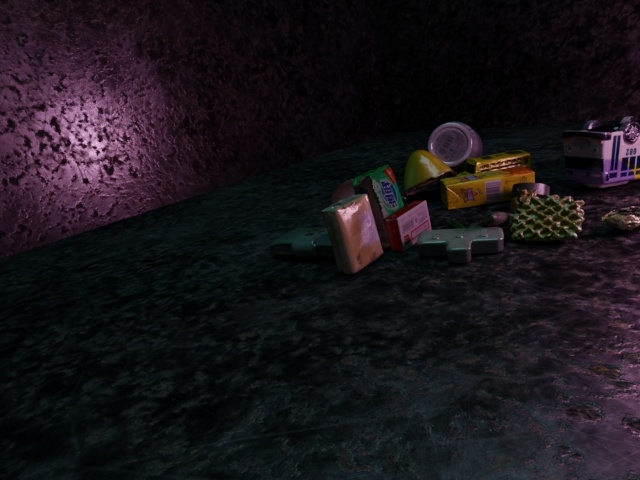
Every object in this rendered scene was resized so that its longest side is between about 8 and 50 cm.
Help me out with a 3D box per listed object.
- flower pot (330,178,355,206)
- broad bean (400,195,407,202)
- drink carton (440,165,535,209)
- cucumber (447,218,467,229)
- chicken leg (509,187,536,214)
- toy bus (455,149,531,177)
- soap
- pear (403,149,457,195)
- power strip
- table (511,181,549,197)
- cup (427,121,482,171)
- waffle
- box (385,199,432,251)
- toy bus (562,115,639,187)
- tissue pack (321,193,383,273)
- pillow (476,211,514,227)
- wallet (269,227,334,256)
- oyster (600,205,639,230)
[{"bbox_3d":[0.135,-0.148,1.977,0.212,0.212,0.202,-11,8,-3],"label":"flower pot"},{"bbox_3d":[0.286,-0.154,2.124,0.195,0.046,0.061,-22,33,-19],"label":"broad bean"},{"bbox_3d":[0.686,-0.219,2.009,0.351,0.111,0.154,-9,17,7],"label":"drink carton"},{"bbox_3d":[0.486,-0.044,1.708,0.037,0.037,0.155,-13,20,-8],"label":"cucumber"},{"bbox_3d":[0.743,-0.143,1.777,0.085,0.101,0.207,11,16,21],"label":"chicken leg"},{"bbox_3d":[0.758,-0.306,2.157,0.330,0.152,0.144,-11,20,-3],"label":"toy bus"},{"bbox_3d":[0.221,-0.118,1.716,0.098,0.273,0.218,-10,14,37],"label":"soap"},{"bbox_3d":[0.462,-0.322,2.197,0.267,0.178,0.267,-24,-2,-1],"label":"pear"},{"bbox_3d":[0.438,0.013,1.526,0.265,0.059,0.193,-3,19,19],"label":"power strip"},{"bbox_3d":[0.805,-0.187,1.856,0.133,0.043,0.133,8,-4,1],"label":"table"},{"bbox_3d":[0.653,-0.450,2.370,0.253,0.253,0.371,-3,6,22],"label":"cup"},{"bbox_3d":[0.720,-0.069,1.549,0.223,0.054,0.204,-1,47,34],"label":"waffle"},{"bbox_3d":[0.315,-0.055,1.699,0.050,0.123,0.229,0,21,40],"label":"box"},{"bbox_3d":[1.187,-0.350,1.903,0.440,0.249,0.209,-10,17,-17],"label":"toy bus"},{"bbox_3d":[0.106,-0.023,1.558,0.090,0.222,0.186,-6,15,45],"label":"tissue pack"},{"bbox_3d":[0.589,-0.067,1.641,0.093,0.051,0.241,-18,-8,37],"label":"pillow"},{"bbox_3d":[0.000,0.000,1.774,0.360,0.083,0.252,1,16,33],"label":"wallet"},{"bbox_3d":[0.963,-0.065,1.480,0.209,0.072,0.133,0,1,-43],"label":"oyster"}]
